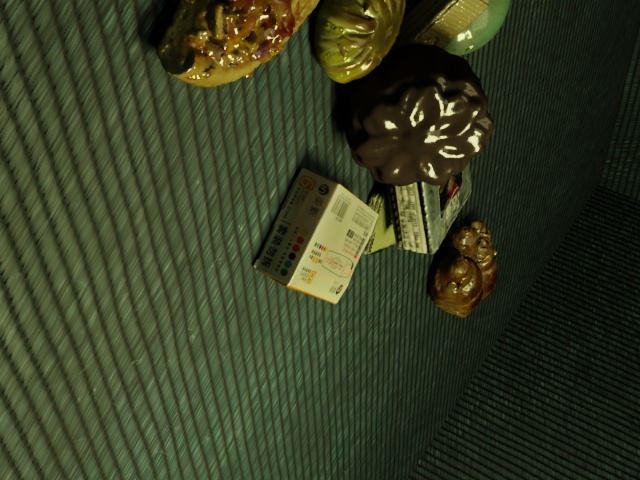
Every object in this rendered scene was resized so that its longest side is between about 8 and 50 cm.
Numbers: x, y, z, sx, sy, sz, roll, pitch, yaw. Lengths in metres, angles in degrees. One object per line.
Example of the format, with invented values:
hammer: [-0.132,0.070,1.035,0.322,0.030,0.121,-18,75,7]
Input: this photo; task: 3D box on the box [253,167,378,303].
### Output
box: [0.000,0.000,1.820,0.220,0.091,0.274,-63,157,-3]

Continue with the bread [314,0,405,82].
bread: [0.074,-0.369,1.611,0.213,0.105,0.213,-51,155,-34]

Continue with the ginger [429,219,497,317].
ginger: [0.428,0.084,2.729,0.357,0.152,0.274,-20,130,-61]

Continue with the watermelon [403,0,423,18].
watermelon: [0.168,-0.447,1.781,0.105,0.062,0.105,-32,132,-43]

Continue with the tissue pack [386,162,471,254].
tissue pack: [0.235,-0.180,2.049,0.259,0.122,0.361,-51,142,-39]

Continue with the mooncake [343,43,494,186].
mooncake: [0.183,-0.220,1.753,0.141,0.283,0.283,-93,-177,-47]

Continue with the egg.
egg: [0.289,-0.470,1.879,0.236,0.169,0.169,-55,155,-21]

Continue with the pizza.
pizza: [-0.081,-0.361,1.294,0.409,0.114,0.277,-47,156,-41]

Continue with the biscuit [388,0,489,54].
biscuit: [0.203,-0.395,1.756,0.239,0.061,0.108,-40,153,26]

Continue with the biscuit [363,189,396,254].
biscuit: [0.166,-0.058,2.171,0.250,0.046,0.147,-21,128,-58]
